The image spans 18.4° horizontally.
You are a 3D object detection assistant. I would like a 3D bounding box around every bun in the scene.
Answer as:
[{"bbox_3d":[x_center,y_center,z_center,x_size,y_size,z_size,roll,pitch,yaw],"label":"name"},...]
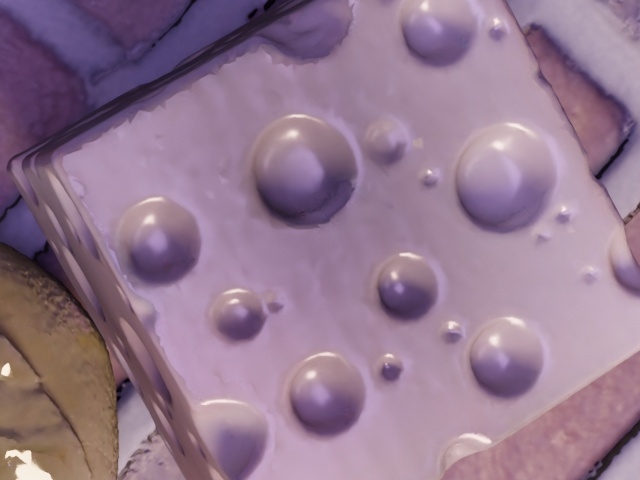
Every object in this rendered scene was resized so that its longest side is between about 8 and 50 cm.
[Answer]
[{"bbox_3d":[-0.232,0.110,1.141,0.239,0.141,0.239,-1,99,-6],"label":"bun"}]

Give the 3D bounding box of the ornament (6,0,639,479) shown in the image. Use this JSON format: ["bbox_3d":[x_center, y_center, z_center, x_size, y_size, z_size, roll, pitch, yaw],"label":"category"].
[{"bbox_3d":[0.000,0.000,1.066,0.239,0.240,0.240,-30,98,-12],"label":"ornament"}]
